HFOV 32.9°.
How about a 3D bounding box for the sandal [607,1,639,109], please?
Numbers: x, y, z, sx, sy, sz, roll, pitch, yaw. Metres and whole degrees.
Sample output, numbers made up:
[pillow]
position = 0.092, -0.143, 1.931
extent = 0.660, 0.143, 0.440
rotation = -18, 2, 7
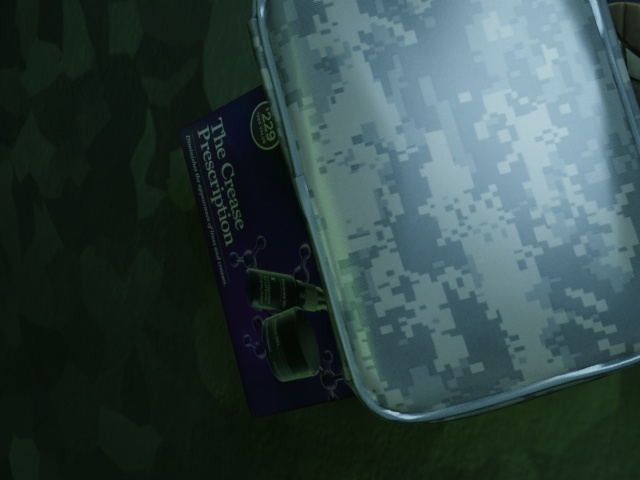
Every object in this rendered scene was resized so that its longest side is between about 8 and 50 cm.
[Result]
[sandal]
position = 0.254, -0.103, 0.685
extent = 0.180, 0.049, 0.072
rotation = 20, 116, 25

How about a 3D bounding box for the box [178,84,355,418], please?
[box]
position = 0.000, 0.000, 0.905
extent = 0.184, 0.103, 0.261
rotation = -21, 82, 41

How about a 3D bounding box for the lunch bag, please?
[lunch bag]
position = 0.088, -0.047, 0.719
extent = 0.212, 0.256, 0.305
rotation = -17, 85, 1
